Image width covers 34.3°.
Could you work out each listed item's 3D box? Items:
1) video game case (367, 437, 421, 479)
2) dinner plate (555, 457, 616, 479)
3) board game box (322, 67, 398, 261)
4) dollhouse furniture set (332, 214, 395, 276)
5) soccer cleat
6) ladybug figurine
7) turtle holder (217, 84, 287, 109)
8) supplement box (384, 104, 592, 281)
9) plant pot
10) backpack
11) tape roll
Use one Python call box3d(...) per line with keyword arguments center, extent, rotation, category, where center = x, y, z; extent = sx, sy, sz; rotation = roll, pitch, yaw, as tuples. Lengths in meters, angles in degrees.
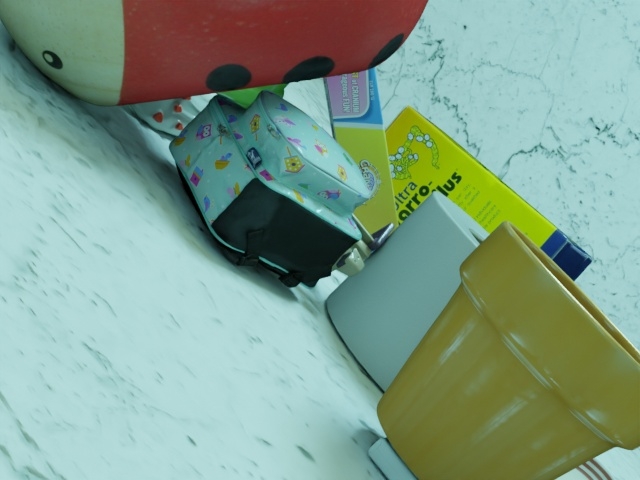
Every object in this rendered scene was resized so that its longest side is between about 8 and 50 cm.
box3d(center=(0.132, 0.242, 0.881), extent=(0.190, 0.022, 0.173), rotation=(49, 11, 20), category="video game case")
box3d(center=(0.217, 0.241, 0.936), extent=(0.141, 0.017, 0.141), rotation=(14, 44, -14), category="dinner plate")
box3d(center=(0.050, -0.138, 1.418), extent=(0.242, 0.064, 0.316), rotation=(-97, 177, -72), category="board game box")
box3d(center=(0.000, 0.000, 1.111), extent=(0.081, 0.114, 0.091), rotation=(49, 45, -9), category="dollhouse furniture set")
box3d(center=(-0.161, -0.148, 1.172), extent=(0.076, 0.068, 0.196), rotation=(23, -4, 46), category="soccer cleat")
box3d(center=(-0.083, -0.227, 1.005), extent=(0.305, 0.450, 0.161), rotation=(-153, -126, -73), category="ladybug figurine")
box3d(center=(-0.151, -0.316, 1.335), extent=(0.320, 0.227, 0.243), rotation=(31, 19, -12), category="turtle holder")
box3d(center=(0.234, -0.025, 1.703), extent=(0.356, 0.195, 0.194), rotation=(44, 10, 25), category="supplement box")
box3d(center=(0.155, 0.120, 0.852), extent=(0.205, 0.188, 0.205), rotation=(44, 11, -10), category="plant pot")
box3d(center=(-0.055, -0.065, 1.033), extent=(0.166, 0.144, 0.188), rotation=(25, 16, -46), category="backpack")
box3d(center=(0.149, 0.090, 1.114), extent=(0.246, 0.169, 0.246), rotation=(43, 10, -10), category="tape roll")
